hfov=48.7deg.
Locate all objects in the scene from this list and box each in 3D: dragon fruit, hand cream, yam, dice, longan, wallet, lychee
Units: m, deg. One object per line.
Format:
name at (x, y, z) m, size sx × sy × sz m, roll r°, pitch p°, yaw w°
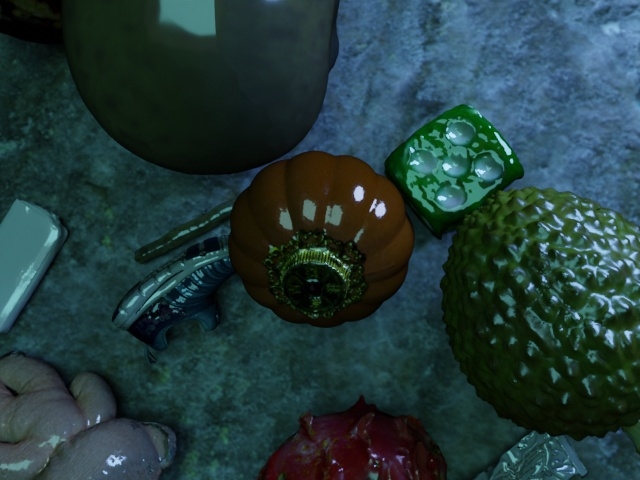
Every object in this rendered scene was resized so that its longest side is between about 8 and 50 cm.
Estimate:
dragon fruit at (0.021, 0.298, 0.817) m, size 0.268 × 0.205 × 0.210 m, roll -33°, pitch 85°, yaw 14°
hand cream at (0.203, 0.321, 0.863) m, size 0.257 × 0.050 × 0.084 m, roll -35°, pitch 79°, yaw 1°
yam at (-0.147, -0.029, 0.953) m, size 0.234 × 0.029 × 0.027 m, roll -26°, pitch 109°, yaw 4°
dice at (0.159, -0.083, 0.858) m, size 0.131 × 0.128 × 0.120 m, roll -38°, pitch 80°, yaw 5°
longan at (-0.127, -0.254, 0.816) m, size 0.361 × 0.361 × 0.361 m, roll -1°, pitch 85°, yaw 8°
wallet at (-0.430, 0.035, 0.985) m, size 0.095 × 0.033 × 0.190 m, roll 35°, pitch 91°, yaw 8°
lychee at (0.268, 0.086, 0.763) m, size 0.270 × 0.270 × 0.320 m, roll -17°, pitch 122°, yaw 7°

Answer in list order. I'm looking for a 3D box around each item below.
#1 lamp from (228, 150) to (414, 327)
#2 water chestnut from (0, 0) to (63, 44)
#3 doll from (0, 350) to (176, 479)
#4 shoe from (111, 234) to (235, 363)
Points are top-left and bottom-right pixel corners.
lamp at (0.000, 0.000, 0.842) m, size 0.223 × 0.196 × 0.223 m, roll 2°, pitch 123°, yaw 3°
water chestnut at (-0.374, -0.372, 0.913) m, size 0.238 × 0.223 × 0.224 m, roll -13°, pitch 83°, yaw 37°
doll at (-0.338, 0.266, 0.914) m, size 0.303 × 0.156 × 0.201 m, roll 29°, pitch 50°, yaw 29°
shoe at (-0.168, 0.070, 0.925) m, size 0.207 × 0.091 × 0.106 m, roll -38°, pitch 103°, yaw 0°
